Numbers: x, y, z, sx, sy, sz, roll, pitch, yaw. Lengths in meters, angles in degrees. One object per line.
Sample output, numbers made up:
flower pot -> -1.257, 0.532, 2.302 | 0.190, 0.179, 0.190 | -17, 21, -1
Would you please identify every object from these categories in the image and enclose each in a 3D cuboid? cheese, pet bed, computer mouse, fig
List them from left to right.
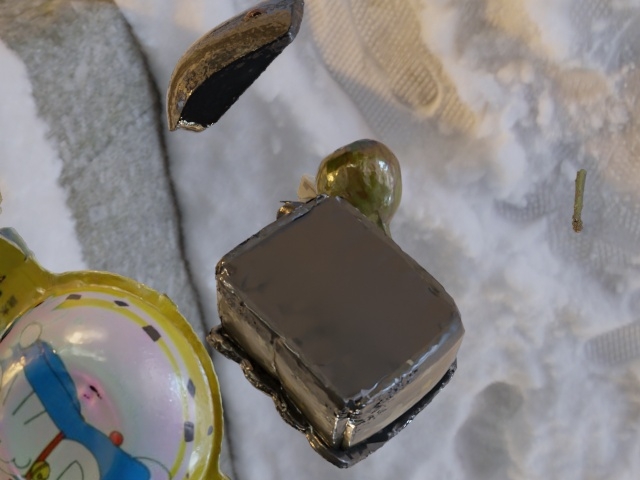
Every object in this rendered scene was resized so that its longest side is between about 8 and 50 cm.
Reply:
cheese -> -0.148, 0.066, 0.484 | 0.250, 0.064, 0.156 | 44, 102, 12
computer mouse -> -0.145, -0.284, 1.395 | 0.087, 0.168, 0.295 | 38, 118, -26
pet bed -> 0.012, 0.088, 0.879 | 0.211, 0.183, 0.159 | 42, 149, 22
fig -> 0.088, -0.040, 1.432 | 0.149, 0.149, 0.245 | -29, 82, 32

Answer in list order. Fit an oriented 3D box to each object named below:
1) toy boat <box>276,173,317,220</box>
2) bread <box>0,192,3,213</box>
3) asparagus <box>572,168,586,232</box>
toy boat -> 0.004, -0.003, 1.558 | 0.140, 0.269, 0.141 | -8, 124, -13
bread -> -0.600, -0.026, 1.432 | 0.121, 0.246, 0.174 | 12, 135, 12
asparagus -> 0.312, -0.046, 1.101 | 0.014, 0.114, 0.015 | 7, 137, 12
